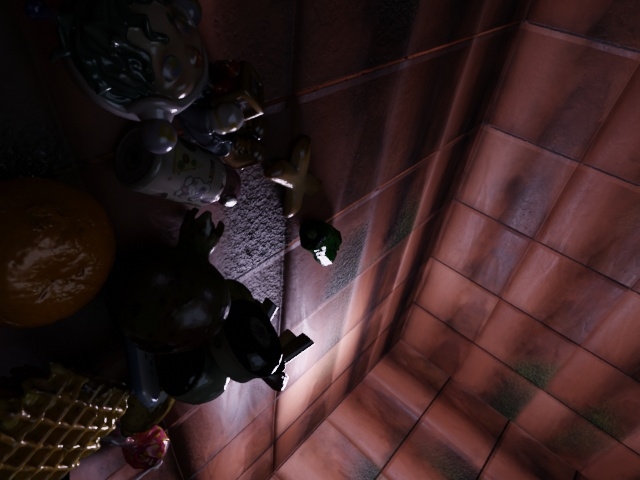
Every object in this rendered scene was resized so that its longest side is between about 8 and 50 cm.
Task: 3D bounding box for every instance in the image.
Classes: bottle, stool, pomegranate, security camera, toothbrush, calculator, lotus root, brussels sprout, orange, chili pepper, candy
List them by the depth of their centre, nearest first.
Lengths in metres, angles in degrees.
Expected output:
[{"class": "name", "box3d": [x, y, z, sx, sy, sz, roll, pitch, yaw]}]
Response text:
[{"class": "orange", "box3d": [-0.417, 0.016, 0.593, 0.219, 0.193, 0.219, -42, 165, -14]}, {"class": "bottle", "box3d": [-0.252, -0.128, 0.779, 0.120, 0.120, 0.253, -60, 153, 8]}, {"class": "pomegranate", "box3d": [-0.315, 0.080, 0.850, 0.242, 0.242, 0.306, 30, 49, -63]}, {"class": "calculator", "box3d": [-0.401, 0.264, 0.905, 0.039, 0.210, 0.121, -14, 158, -13]}, {"class": "security camera", "box3d": [-0.253, 0.284, 0.978, 0.277, 0.197, 0.191, -33, 147, 11]}, {"class": "lotus root", "box3d": [-0.448, 0.416, 1.045, 0.138, 0.138, 0.214, 11, 106, -61]}, {"class": "candy", "box3d": [-0.545, 0.530, 1.075, 0.124, 0.124, 0.365, -49, 141, -13]}, {"class": "brussels sprout", "box3d": [-0.262, 0.167, 1.093, 0.149, 0.122, 0.151, -27, 148, -1]}, {"class": "stool", "box3d": [-0.170, 0.308, 1.234, 0.178, 0.272, 0.272, -48, 152, -21]}, {"class": "toothbrush", "box3d": [-0.624, 0.787, 1.295, 0.257, 0.018, 0.024, -16, 139, -53]}, {"class": "chili pepper", "box3d": [0.000, 0.000, 1.355, 0.136, 0.099, 0.270, -47, 157, 2]}]

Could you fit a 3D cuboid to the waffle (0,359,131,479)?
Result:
[{"class": "waffle", "box3d": [-0.476, 0.336, 0.753, 0.309, 0.065, 0.283, -28, 138, -62]}]

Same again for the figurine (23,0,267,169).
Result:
[{"class": "figurine", "box3d": [-0.213, -0.238, 0.618, 0.186, 0.261, 0.382, -22, 154, 23]}]

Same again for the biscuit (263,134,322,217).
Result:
[{"class": "biscuit", "box3d": [-0.065, -0.170, 1.119, 0.164, 0.047, 0.208, -48, 152, -17]}]

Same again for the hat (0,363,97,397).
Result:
[{"class": "hat", "box3d": [-0.555, 0.347, 0.822, 0.236, 0.107, 0.286, -36, 150, -37]}]

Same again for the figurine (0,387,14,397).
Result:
[{"class": "figurine", "box3d": [-0.626, 0.249, 0.532, 0.215, 0.187, 0.344, -59, 160, -14]}]

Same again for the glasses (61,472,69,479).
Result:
[{"class": "glasses", "box3d": [-0.545, 0.534, 0.884, 0.102, 0.207, 0.239, -46, -167, -22]}]
